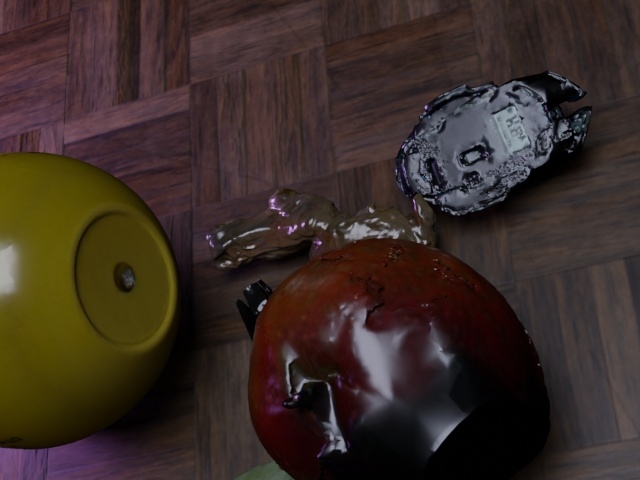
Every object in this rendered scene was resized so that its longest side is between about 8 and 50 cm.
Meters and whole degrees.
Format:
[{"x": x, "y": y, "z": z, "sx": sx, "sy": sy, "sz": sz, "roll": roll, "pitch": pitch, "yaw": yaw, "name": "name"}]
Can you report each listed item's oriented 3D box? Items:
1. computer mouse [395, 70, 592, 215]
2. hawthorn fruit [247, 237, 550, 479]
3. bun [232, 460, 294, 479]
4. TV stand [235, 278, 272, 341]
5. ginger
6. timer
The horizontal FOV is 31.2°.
[{"x": 0.197, "y": -0.112, "z": 1.319, "sx": 0.242, "sy": 0.077, "sz": 0.146, "roll": -22, "pitch": 79, "yaw": 21, "name": "computer mouse"}, {"x": 0.077, "y": 0.141, "z": 1.133, "sx": 0.316, "sy": 0.316, "sz": 0.316, "roll": -10, "pitch": 61, "yaw": 19, "name": "hawthorn fruit"}, {"x": -0.039, "y": 0.318, "z": 1.188, "sx": 0.195, "sy": 0.118, "sz": 0.195, "roll": -12, "pitch": 59, "yaw": 21, "name": "bun"}, {"x": -0.036, "y": 0.156, "z": 1.315, "sx": 0.042, "sy": 0.036, "sz": 0.249, "roll": -30, "pitch": 57, "yaw": 6, "name": "TV stand"}, {"x": 0.002, "y": 0.000, "z": 1.360, "sx": 0.290, "sy": 0.084, "sz": 0.122, "roll": 4, "pitch": 99, "yaw": 25, "name": "ginger"}, {"x": -0.360, "y": 0.074, "z": 1.333, "sx": 0.387, "sy": 0.376, "sz": 0.376, "roll": -9, "pitch": 61, "yaw": 34, "name": "timer"}]
